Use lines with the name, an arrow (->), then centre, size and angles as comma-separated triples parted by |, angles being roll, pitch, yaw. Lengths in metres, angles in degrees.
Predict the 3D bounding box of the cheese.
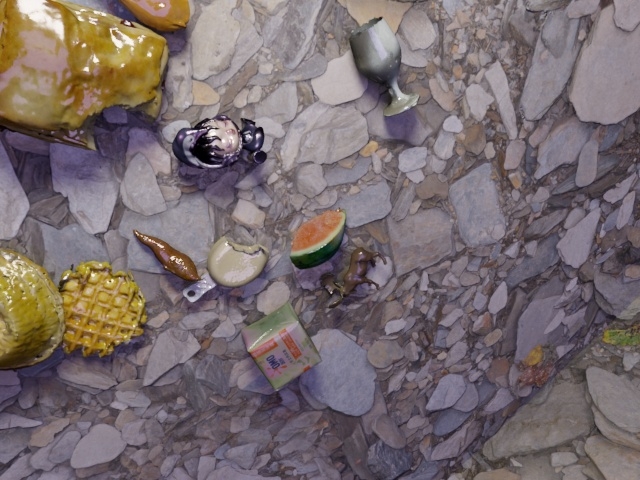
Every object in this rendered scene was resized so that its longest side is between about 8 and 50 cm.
cheese -> -0.269, 0.098, 1.209 | 0.163, 0.071, 0.249 | 33, 96, -26

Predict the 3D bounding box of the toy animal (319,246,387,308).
toy animal -> 0.101, 0.123, 1.356 | 0.185, 0.093, 0.215 | 9, 99, -28

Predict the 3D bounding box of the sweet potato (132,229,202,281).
sweet potato -> -0.418, 0.045, 1.145 | 0.226, 0.068, 0.068 | 39, 93, -10

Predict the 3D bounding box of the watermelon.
watermelon -> 0.011, 0.020, 1.277 | 0.231, 0.128, 0.146 | -29, 135, -11

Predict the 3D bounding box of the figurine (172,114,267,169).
figurine -> -0.262, -0.247, 1.062 | 0.222, 0.145, 0.146 | -5, 112, -30

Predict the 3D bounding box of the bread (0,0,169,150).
bread -> -0.529, -0.343, 0.880 | 0.369, 0.191, 0.315 | 13, 104, -26

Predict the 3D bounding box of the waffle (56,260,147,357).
waffle -> -0.612, 0.195, 1.124 | 0.262, 0.060, 0.281 | -22, 116, -12

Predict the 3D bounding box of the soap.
soap -> -0.122, 0.333, 1.316 | 0.182, 0.138, 0.200 | -30, 118, -6

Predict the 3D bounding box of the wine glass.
wine glass -> 0.173, -0.468, 1.133 | 0.126, 0.126, 0.241 | -36, 119, -4

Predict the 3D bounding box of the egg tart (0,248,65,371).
egg tart -> -0.791, 0.184, 0.986 | 0.344, 0.132, 0.346 | -3, 110, -8

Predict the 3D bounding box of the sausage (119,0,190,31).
sausage -> -0.420, -0.594, 0.868 | 0.134, 0.116, 0.354 | -49, 122, -14
